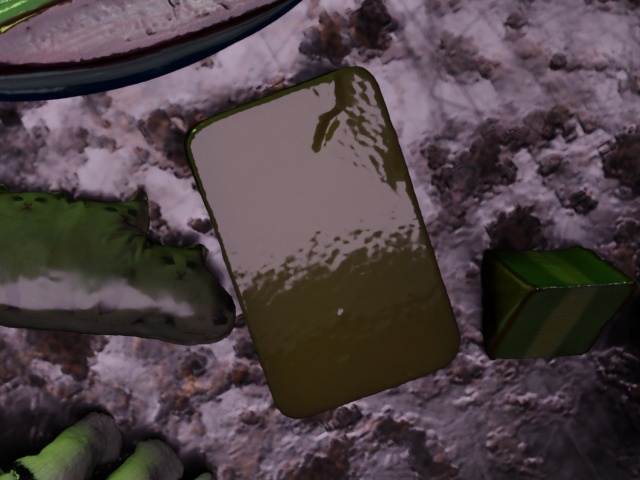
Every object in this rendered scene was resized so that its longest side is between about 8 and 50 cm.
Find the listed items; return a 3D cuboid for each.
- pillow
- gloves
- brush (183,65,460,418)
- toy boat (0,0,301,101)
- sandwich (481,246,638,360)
[{"bbox_3d":[-0.168,0.008,0.934,0.241,0.051,0.093,6,71,-6],"label":"pillow"},{"bbox_3d":[-0.161,0.184,0.938,0.218,0.131,0.140,11,102,0],"label":"gloves"},{"bbox_3d":[0.000,0.000,0.956,0.123,0.059,0.197,-20,104,-6],"label":"brush"},{"bbox_3d":[-0.102,-0.135,0.925,0.228,0.046,0.080,-13,100,-3],"label":"toy boat"},{"bbox_3d":[0.147,0.051,0.955,0.074,0.116,0.074,-2,101,-6],"label":"sandwich"}]
